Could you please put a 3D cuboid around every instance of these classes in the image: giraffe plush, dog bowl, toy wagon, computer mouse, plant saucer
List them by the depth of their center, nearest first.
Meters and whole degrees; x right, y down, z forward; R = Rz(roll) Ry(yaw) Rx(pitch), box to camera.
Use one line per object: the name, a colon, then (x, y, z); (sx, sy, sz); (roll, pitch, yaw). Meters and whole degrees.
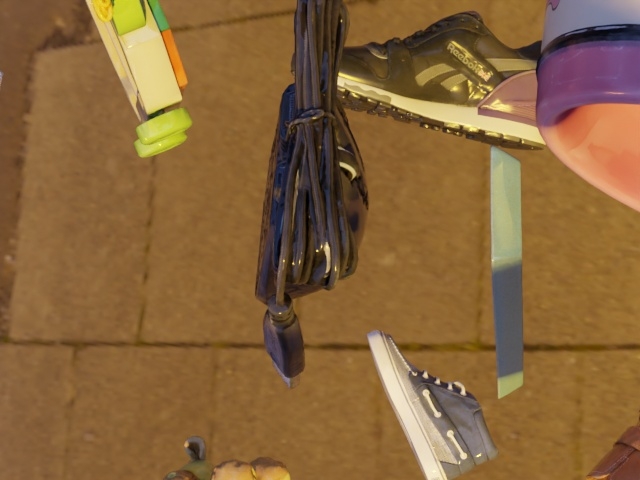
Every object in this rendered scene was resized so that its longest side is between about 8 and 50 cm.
computer mouse: (0.000, 0.000, 0.784); (0.060, 0.262, 0.184); (5, 64, -4)
plant saucer: (0.102, 0.023, 0.795); (0.018, 0.192, 0.067); (-2, 64, 8)
dog bowl: (0.344, -0.097, 1.094); (0.408, 0.408, 0.150); (16, 79, 37)
toy wagon: (-0.198, -0.225, 1.449); (0.068, 0.344, 0.267); (-24, 91, -9)
giraffe plush: (-0.140, 0.342, 1.908); (0.170, 0.210, 0.181); (25, 82, 36)

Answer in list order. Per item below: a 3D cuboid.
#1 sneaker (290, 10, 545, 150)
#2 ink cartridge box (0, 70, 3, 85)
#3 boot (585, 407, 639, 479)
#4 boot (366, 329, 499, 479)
sneaker: (0.108, -0.182, 1.500); (0.107, 0.283, 0.124); (-171, 93, -71)
ink cartridge box: (-0.396, -0.089, 1.155); (0.171, 0.232, 0.168); (-67, 10, -22)
boot: (0.322, 0.148, 1.259); (0.220, 0.283, 0.109); (-44, 101, 0)
boot: (0.123, 0.173, 1.617); (0.086, 0.069, 0.190); (-23, 71, -4)
